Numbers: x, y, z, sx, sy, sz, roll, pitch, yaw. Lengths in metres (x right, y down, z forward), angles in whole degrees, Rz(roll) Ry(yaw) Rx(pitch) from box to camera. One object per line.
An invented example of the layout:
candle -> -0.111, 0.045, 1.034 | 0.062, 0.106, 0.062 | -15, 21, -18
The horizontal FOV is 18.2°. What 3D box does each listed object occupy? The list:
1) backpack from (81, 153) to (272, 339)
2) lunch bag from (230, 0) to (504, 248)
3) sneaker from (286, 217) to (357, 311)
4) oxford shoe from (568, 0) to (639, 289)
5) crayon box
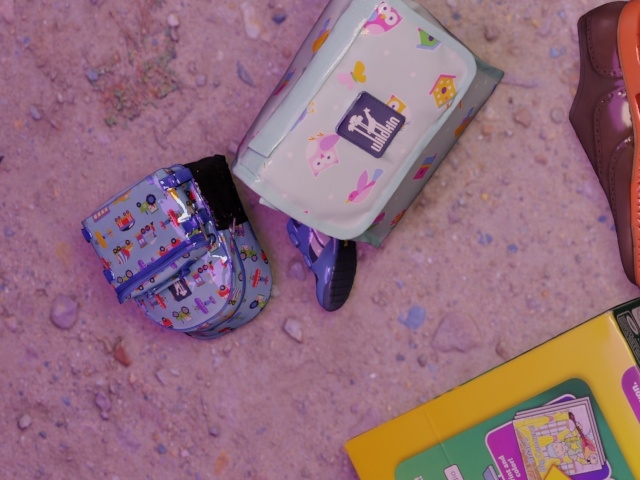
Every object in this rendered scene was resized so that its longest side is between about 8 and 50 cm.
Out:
backpack -> -0.141, 0.020, 2.041 | 0.158, 0.117, 0.173 | -27, 86, 28
lunch bag -> 0.034, -0.119, 1.830 | 0.160, 0.262, 0.223 | 38, 97, 16
sneaker -> 0.000, 0.000, 2.002 | 0.059, 0.053, 0.144 | -5, 85, 25
oxford shoe -> 0.286, -0.085, 1.835 | 0.098, 0.097, 0.271 | -1, 92, 47
crayon box -> 0.240, 0.285, 1.884 | 0.313, 0.106, 0.363 | -30, 82, 28
